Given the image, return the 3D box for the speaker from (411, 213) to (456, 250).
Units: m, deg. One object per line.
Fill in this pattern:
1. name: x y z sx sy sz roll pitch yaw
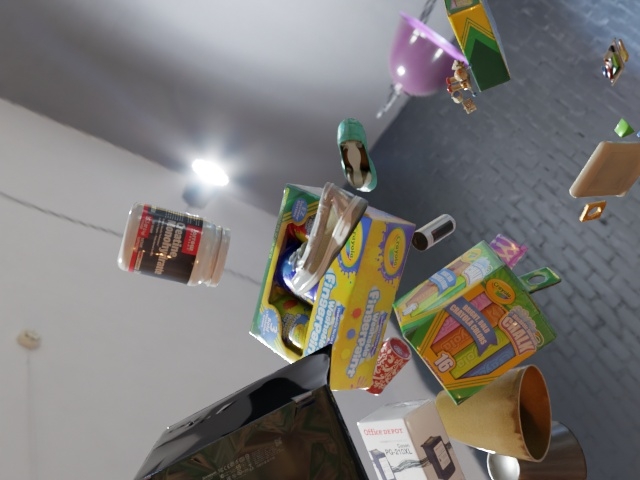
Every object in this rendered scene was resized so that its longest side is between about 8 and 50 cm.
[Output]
1. speaker: 0.292 -0.021 1.939 0.055 0.055 0.136 44 -136 19

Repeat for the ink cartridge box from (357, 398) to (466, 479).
1. ink cartridge box: 0.199 0.471 1.595 0.100 0.172 0.237 -20 -93 -37

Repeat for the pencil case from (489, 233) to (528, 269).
1. pencil case: 0.422 0.084 1.861 0.086 0.206 0.088 32 -178 -29

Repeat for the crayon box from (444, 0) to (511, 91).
1. crayon box: 0.437 -0.677 2.196 0.313 0.106 0.363 48 -150 -47

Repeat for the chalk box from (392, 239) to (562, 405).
1. chalk box: 0.308 0.130 1.404 0.179 0.289 0.180 52 -173 -11

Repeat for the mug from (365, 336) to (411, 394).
1. mug: 0.186 0.381 2.347 0.150 0.169 0.113 28 -149 -19

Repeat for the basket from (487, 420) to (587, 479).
1. basket: 0.584 0.605 2.046 0.226 0.154 0.205 1 -123 -30

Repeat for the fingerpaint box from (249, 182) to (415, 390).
1. fingerpaint box: 0.016 0.112 1.965 0.163 0.445 0.371 6 -166 -40

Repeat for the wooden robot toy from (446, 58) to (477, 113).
1. wooden robot toy: 0.382 -0.439 2.062 0.079 0.076 0.173 33 -132 -62

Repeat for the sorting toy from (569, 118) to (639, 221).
1. sorting toy: 0.770 -0.194 1.988 0.195 0.348 0.047 -1 -137 -27

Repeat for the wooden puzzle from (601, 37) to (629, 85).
1. wooden puzzle: 0.570 -0.348 1.459 0.116 0.014 0.079 78 -175 -66

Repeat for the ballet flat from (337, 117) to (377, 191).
1. ballet flat: 0.088 -0.191 1.884 0.247 0.083 0.087 71 -161 -46

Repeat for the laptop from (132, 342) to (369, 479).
1. laptop: -0.102 0.402 1.266 0.408 0.381 0.236 65 -174 29

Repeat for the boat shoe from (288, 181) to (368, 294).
1. boat shoe: -0.001 0.001 1.681 0.103 0.320 0.118 34 -133 3

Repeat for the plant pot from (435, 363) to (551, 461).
1. plant pot: 0.433 0.441 1.928 0.237 0.254 0.237 16 -110 -54

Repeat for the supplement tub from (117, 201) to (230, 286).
1. supplement tub: -0.396 0.015 2.028 0.272 0.191 0.191 14 -154 -14
